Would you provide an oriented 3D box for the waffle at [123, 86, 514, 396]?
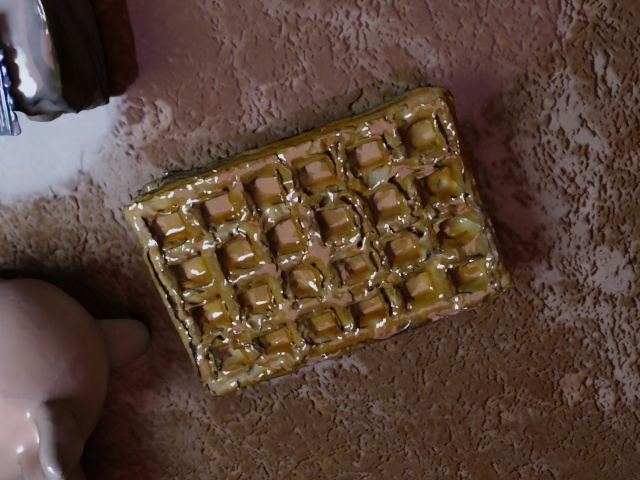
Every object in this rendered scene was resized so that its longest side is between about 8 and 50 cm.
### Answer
[{"bbox_3d":[0.000,0.000,0.693,0.307,0.091,0.213,-19,108,6],"label":"waffle"}]

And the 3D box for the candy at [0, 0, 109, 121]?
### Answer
[{"bbox_3d":[-0.282,-0.179,0.601,0.184,0.137,0.195,-9,108,2],"label":"candy"}]

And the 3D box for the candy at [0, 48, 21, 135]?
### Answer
[{"bbox_3d":[-0.289,-0.114,0.531,0.136,0.038,0.088,-4,110,-9],"label":"candy"}]

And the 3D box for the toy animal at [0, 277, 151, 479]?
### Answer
[{"bbox_3d":[-0.296,0.185,0.685,0.269,0.237,0.327,-15,107,9],"label":"toy animal"}]
